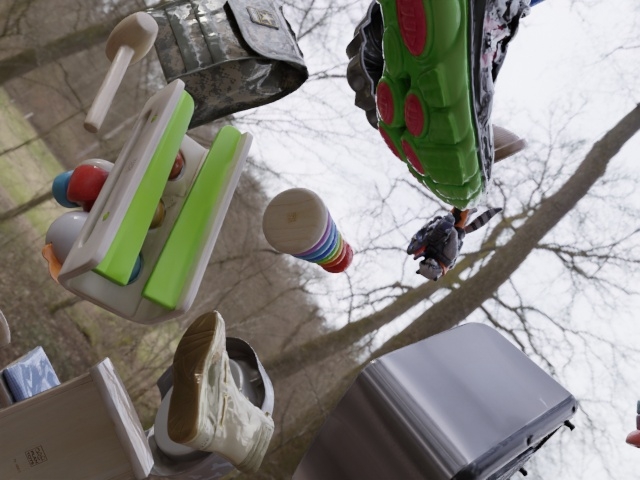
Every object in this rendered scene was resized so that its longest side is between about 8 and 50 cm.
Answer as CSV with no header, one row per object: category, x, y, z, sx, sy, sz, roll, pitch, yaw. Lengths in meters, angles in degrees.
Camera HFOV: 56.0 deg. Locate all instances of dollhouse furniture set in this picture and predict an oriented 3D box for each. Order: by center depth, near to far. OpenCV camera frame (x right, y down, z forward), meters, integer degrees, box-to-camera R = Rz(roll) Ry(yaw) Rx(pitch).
dollhouse furniture set,-0.337,0.185,0.794,0.303,0.198,0.286,-161,-131,-84

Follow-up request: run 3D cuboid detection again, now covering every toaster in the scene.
toaster,0.080,0.168,0.467,0.110,0.186,0.168,47,-51,31

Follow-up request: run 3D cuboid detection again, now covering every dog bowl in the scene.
dog bowl,-0.260,0.392,1.383,0.349,0.349,0.102,30,-20,53

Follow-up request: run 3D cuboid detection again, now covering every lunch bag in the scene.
lunch bag,-0.185,-0.392,1.238,0.169,0.287,0.235,82,-12,-60

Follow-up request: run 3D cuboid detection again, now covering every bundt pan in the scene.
bundt pan,0.187,-0.338,1.216,0.330,0.331,0.124,57,-27,-11

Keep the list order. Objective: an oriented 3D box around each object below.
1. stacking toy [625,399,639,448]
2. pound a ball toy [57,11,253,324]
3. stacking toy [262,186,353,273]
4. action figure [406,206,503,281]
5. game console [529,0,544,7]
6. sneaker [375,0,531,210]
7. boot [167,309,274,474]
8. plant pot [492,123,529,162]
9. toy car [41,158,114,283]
stacking toy,0.778,0.387,1.171,0.309,0.130,0.279,12,-13,34
pound a ball toy,-0.223,-0.086,0.734,0.208,0.319,0.136,35,-36,-32
stacking toy,0.000,0.000,1.346,0.141,0.141,0.330,45,3,26
action figure,0.400,-0.021,1.787,0.179,0.330,0.341,35,-10,-1
game console,0.446,-0.663,1.207,0.173,0.250,0.293,55,-10,50
sneaker,0.167,-0.232,0.673,0.185,0.202,0.482,48,-22,44
boot,-0.173,0.278,1.112,0.203,0.095,0.261,45,29,-37
plant pot,0.477,-0.269,1.771,0.109,0.237,0.237,64,-17,1
toy car,-0.411,-0.006,1.111,0.219,0.237,0.210,-2,-40,34
